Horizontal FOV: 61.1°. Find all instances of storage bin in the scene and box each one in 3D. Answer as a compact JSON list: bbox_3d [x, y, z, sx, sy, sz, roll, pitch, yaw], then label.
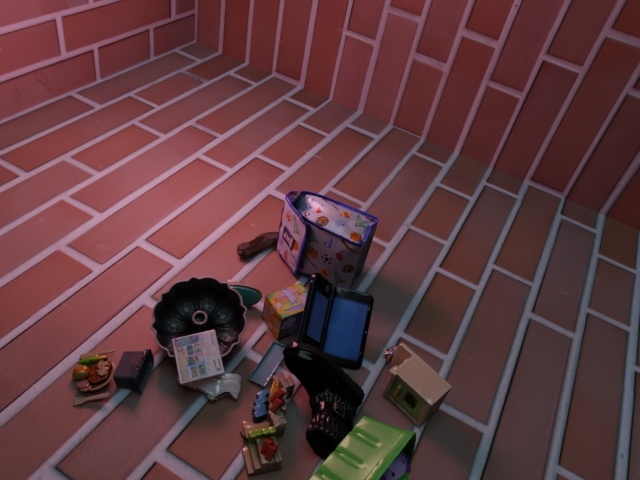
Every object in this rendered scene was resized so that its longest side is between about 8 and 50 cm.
[{"bbox_3d":[-0.620,0.422,1.789,0.091,0.098,0.135,3,41,4],"label":"storage bin"}]

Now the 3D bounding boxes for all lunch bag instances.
[{"bbox_3d":[0.000,0.000,2.248,0.385,0.328,0.239,27,44,12],"label":"lunch bag"}]

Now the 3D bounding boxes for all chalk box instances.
[{"bbox_3d":[-0.098,0.262,2.074,0.213,0.132,0.132,-18,50,-32],"label":"chalk box"}]

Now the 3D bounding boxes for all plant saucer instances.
[{"bbox_3d":[-0.183,0.440,1.937,0.067,0.018,0.192,24,43,11],"label":"plant saucer"}]

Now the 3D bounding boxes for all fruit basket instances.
[{"bbox_3d":[0.178,0.743,1.521,0.391,0.283,0.392,-1,41,1],"label":"fruit basket"}]

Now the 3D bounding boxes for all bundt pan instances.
[{"bbox_3d":[-0.424,0.298,1.916,0.330,0.124,0.331,5,57,-8],"label":"bundt pan"}]

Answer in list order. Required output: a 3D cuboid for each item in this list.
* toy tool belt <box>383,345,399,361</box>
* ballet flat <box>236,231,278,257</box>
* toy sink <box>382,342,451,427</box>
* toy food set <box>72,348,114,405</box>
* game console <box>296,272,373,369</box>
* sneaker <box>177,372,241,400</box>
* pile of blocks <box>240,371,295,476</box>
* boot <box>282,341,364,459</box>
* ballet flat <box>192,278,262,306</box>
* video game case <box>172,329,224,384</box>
[{"bbox_3d":[0.265,0.429,2.055,0.051,0.052,0.083,5,25,42],"label":"toy tool belt"},{"bbox_3d":[-0.262,0.019,2.367,0.084,0.058,0.249,17,30,38],"label":"ballet flat"},{"bbox_3d":[0.310,0.504,1.897,0.131,0.153,0.234,-26,56,-36],"label":"toy sink"},{"bbox_3d":[-0.738,0.430,1.762,0.132,0.039,0.192,-11,45,-6],"label":"toy food set"},{"bbox_3d":[0.058,0.293,1.968,0.173,0.250,0.293,4,70,24],"label":"game console"},{"bbox_3d":[-0.371,0.485,1.798,0.212,0.080,0.094,7,53,-10],"label":"sneaker"},{"bbox_3d":[-0.170,0.558,1.736,0.148,0.113,0.362,11,40,-3],"label":"pile of blocks"},{"bbox_3d":[-0.013,0.514,1.746,0.348,0.131,0.260,39,41,-7],"label":"boot"},{"bbox_3d":[-0.386,0.197,2.095,0.315,0.108,0.106,1,29,-15],"label":"ballet flat"},{"bbox_3d":[-0.402,0.381,1.783,0.143,0.019,0.157,-11,62,-16],"label":"video game case"}]
